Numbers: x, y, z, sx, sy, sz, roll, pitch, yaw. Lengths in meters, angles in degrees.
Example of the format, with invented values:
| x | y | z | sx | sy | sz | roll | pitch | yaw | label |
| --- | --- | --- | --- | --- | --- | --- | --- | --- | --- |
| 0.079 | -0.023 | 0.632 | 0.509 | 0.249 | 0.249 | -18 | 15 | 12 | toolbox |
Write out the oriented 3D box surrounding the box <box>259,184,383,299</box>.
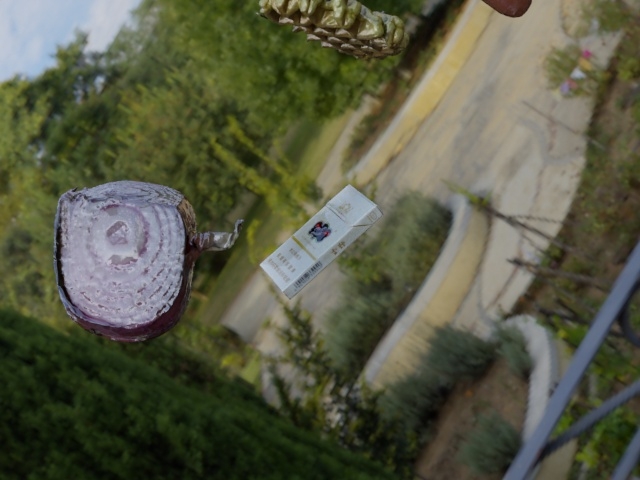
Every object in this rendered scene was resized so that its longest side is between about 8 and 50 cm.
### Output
| x | y | z | sx | sy | sz | roll | pitch | yaw | label |
| --- | --- | --- | --- | --- | --- | --- | --- | --- | --- |
| 0.000 | 0.000 | 1.280 | 0.167 | 0.024 | 0.090 | -42 | 32 | -3 | box |

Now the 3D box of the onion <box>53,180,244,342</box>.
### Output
| x | y | z | sx | sy | sz | roll | pitch | yaw | label |
| --- | --- | --- | --- | --- | --- | --- | --- | --- | --- |
| -0.288 | 0.030 | 1.502 | 0.256 | 0.272 | 0.230 | -63 | -2 | -4 | onion |

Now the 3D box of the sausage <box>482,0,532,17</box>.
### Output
| x | y | z | sx | sy | sz | roll | pitch | yaw | label |
| --- | --- | --- | --- | --- | --- | --- | --- | --- | --- |
| 0.244 | -0.412 | 1.459 | 0.077 | 0.194 | 0.077 | -50 | 14 | 18 | sausage |

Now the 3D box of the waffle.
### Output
| x | y | z | sx | sy | sz | roll | pitch | yaw | label |
| --- | --- | --- | --- | --- | --- | --- | --- | --- | --- |
| 0.015 | -0.248 | 1.097 | 0.160 | 0.192 | 0.046 | -163 | 85 | -68 | waffle |
